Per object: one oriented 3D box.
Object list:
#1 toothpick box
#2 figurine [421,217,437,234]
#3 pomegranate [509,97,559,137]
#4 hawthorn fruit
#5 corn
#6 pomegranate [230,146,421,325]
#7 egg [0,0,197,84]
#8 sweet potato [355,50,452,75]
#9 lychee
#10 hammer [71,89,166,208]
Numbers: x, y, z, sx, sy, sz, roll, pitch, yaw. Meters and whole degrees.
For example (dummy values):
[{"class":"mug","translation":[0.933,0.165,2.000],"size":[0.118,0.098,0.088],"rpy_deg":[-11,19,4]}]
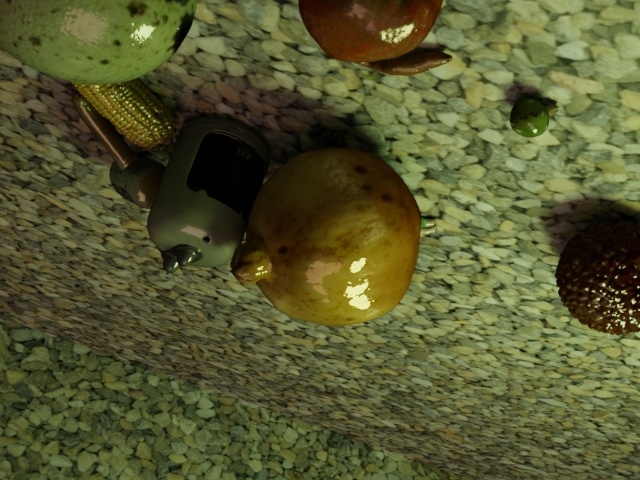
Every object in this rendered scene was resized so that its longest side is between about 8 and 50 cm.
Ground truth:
[{"class":"toothpick box","translation":[-0.251,-0.079,1.621],"size":[0.228,0.317,0.229],"rpy_deg":[12,151,7]},{"class":"figurine","translation":[0.177,-0.025,1.776],"size":[0.187,0.083,0.083],"rpy_deg":[-2,147,9]},{"class":"pomegranate","translation":[0.378,-0.224,1.364],"size":[0.073,0.084,0.073],"rpy_deg":[31,143,27]},{"class":"hawthorn fruit","translation":[0.063,-0.358,1.148],"size":[0.210,0.211,0.262],"rpy_deg":[24,161,-15]},{"class":"corn","translation":[-0.409,-0.295,1.527],"size":[0.115,0.115,0.318],"rpy_deg":[-11,139,37]},{"class":"pomegranate","translation":[0.000,0.000,1.556],"size":[0.409,0.410,0.410],"rpy_deg":[11,150,6]},{"class":"egg","translation":[-0.374,-0.391,1.185],"size":[0.379,0.288,0.288],"rpy_deg":[15,153,26]},{"class":"sweet potato","translation":[0.143,-0.309,1.337],"size":[0.179,0.044,0.044],"rpy_deg":[1,148,21]},{"class":"lychee","translation":[0.611,0.084,1.614],"size":[0.271,0.272,0.271],"rpy_deg":[11,150,6]},{"class":"hammer","translation":[-0.452,-0.207,1.688],"size":[0.201,0.113,0.306],"rpy_deg":[21,149,51]}]
